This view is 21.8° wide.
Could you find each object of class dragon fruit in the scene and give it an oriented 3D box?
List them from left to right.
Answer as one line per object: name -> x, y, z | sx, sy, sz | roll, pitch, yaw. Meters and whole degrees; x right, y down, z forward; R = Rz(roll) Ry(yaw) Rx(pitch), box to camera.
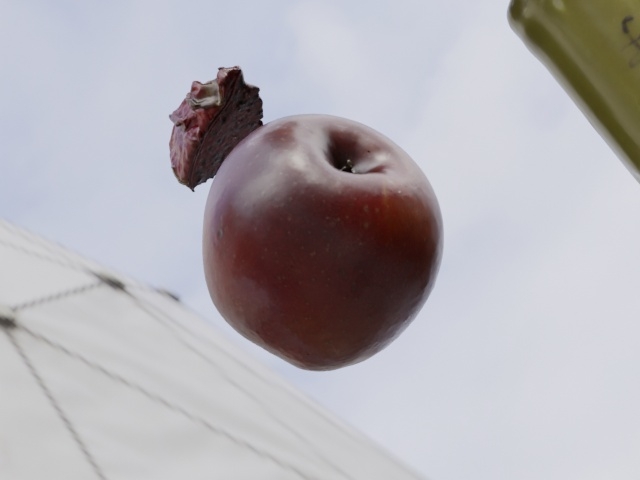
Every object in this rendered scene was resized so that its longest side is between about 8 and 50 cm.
dragon fruit -> -0.112, -0.124, 1.623 | 0.097, 0.063, 0.131 | -29, -33, -22

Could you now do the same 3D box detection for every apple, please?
apple -> 0.000, 0.000, 1.477 | 0.218, 0.218, 0.201 | -2, -54, -47

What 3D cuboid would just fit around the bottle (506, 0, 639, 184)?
bottle -> 0.311, -0.097, 1.307 | 0.171, 0.351, 0.171 | -31, -17, -11
